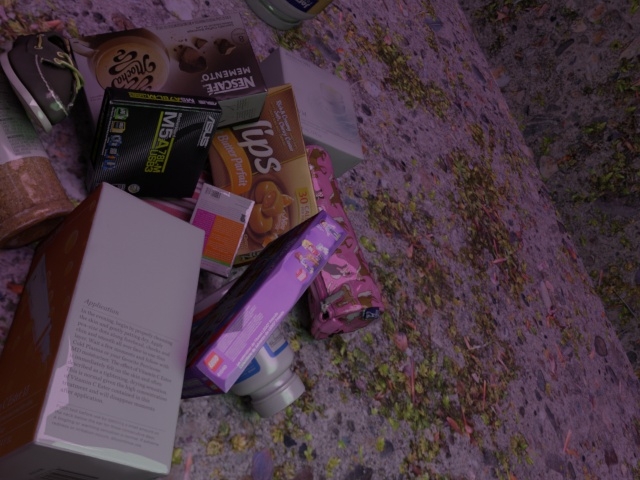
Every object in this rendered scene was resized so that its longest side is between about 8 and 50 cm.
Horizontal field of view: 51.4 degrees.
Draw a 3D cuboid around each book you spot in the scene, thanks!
[{"bbox_3d":[-0.183,-0.017,1.162,0.096,0.035,0.144,21,77,-11],"label":"book"}]

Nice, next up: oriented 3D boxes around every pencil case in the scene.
[{"bbox_3d":[0.000,0.000,1.352,0.160,0.167,0.386,-14,74,-17],"label":"pencil case"}]

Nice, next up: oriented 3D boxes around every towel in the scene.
[{"bbox_3d":[-0.264,-0.065,1.202,0.144,0.029,0.197,22,51,-35],"label":"towel"}]

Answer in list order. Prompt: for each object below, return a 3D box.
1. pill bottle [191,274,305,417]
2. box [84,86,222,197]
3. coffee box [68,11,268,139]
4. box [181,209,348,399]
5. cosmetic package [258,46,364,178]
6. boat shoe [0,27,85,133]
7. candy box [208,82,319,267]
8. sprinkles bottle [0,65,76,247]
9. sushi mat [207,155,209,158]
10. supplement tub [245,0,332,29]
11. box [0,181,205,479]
[{"bbox_3d":[-0.123,0.181,1.120,0.222,0.124,0.124,59,38,-2],"label":"pill bottle"},{"bbox_3d":[-0.274,-0.153,1.087,0.184,0.191,0.045,1,44,-33],"label":"box"},{"bbox_3d":[-0.261,-0.274,1.157,0.297,0.119,0.168,-15,77,-19],"label":"coffee box"},{"bbox_3d":[-0.101,0.096,0.966,0.057,0.201,0.293,44,61,-10],"label":"box"},{"bbox_3d":[-0.038,-0.276,1.503,0.224,0.138,0.225,16,54,-42],"label":"cosmetic package"},{"bbox_3d":[-0.404,-0.247,0.979,0.305,0.091,0.109,47,-19,52],"label":"boat shoe"},{"bbox_3d":[-0.110,-0.125,1.261,0.087,0.182,0.317,77,2,-74],"label":"candy box"},{"bbox_3d":[-0.479,-0.170,0.948,0.121,0.121,0.356,-25,86,-52],"label":"sprinkles bottle"},{"bbox_3d":[-0.272,-0.264,1.327,0.316,0.019,0.152,34,44,-29],"label":"sushi mat"},{"bbox_3d":[-0.026,-0.699,1.630,0.241,0.331,0.241,27,48,-34],"label":"supplement tub"},{"bbox_3d":[-0.297,0.137,0.876,0.168,0.215,0.346,29,47,-33],"label":"box"}]
